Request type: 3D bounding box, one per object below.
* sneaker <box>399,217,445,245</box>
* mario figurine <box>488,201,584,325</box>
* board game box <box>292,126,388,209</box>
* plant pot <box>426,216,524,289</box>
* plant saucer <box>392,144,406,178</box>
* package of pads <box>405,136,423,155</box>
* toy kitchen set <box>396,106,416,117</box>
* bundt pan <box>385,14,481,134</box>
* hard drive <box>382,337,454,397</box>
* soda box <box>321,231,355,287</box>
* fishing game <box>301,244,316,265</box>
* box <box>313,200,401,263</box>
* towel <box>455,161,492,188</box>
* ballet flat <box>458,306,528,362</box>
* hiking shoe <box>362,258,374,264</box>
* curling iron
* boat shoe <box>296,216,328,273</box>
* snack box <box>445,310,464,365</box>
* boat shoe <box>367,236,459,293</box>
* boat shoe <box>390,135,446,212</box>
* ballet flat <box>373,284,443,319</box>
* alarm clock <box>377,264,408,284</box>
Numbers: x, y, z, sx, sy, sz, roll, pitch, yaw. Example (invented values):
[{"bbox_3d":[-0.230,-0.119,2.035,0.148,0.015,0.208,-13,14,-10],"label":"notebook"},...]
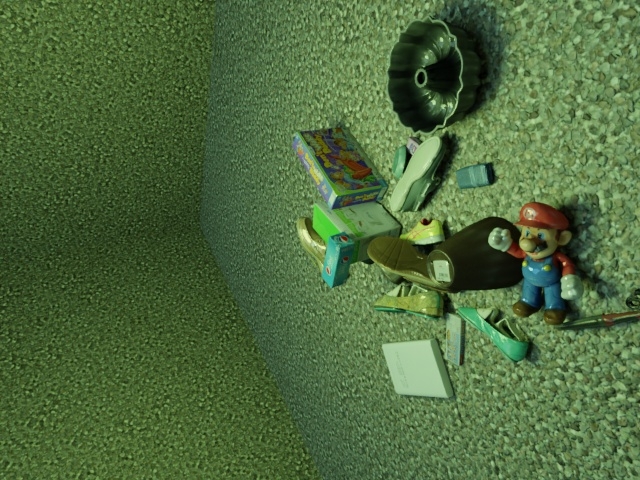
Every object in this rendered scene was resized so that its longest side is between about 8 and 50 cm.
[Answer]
[{"bbox_3d":[0.348,-0.028,1.678,0.208,0.082,0.094,-7,84,58],"label":"sneaker"},{"bbox_3d":[0.538,0.061,1.241,0.170,0.198,0.320,-61,-37,-67],"label":"mario figurine"},{"bbox_3d":[0.072,-0.287,1.893,0.347,0.233,0.078,60,148,28],"label":"board game box"},{"bbox_3d":[0.425,0.057,1.397,0.215,0.231,0.215,32,129,52],"label":"plant pot"},{"bbox_3d":[0.270,-0.272,1.698,0.119,0.021,0.119,-172,90,-88],"label":"plant saucer"},{"bbox_3d":[0.322,-0.307,1.642,0.083,0.032,0.050,51,146,40],"label":"package of pads"},{"bbox_3d":[0.288,-0.421,1.627,0.068,0.083,0.075,21,131,8],"label":"toy kitchen set"},{"bbox_3d":[0.339,-0.480,1.444,0.331,0.124,0.330,32,129,52],"label":"bundt pan"},{"bbox_3d":[0.364,0.488,1.884,0.319,0.040,0.210,-29,76,61],"label":"hard drive"},{"bbox_3d":[0.062,0.071,1.749,0.071,0.067,0.210,51,147,35],"label":"soda box"},{"bbox_3d":[0.000,0.000,2.350,0.189,0.041,0.264,51,138,26],"label":"fishing game"},{"bbox_3d":[0.133,-0.057,1.876,0.262,0.231,0.126,49,145,41],"label":"box"},{"bbox_3d":[0.455,-0.189,1.452,0.119,0.029,0.067,-3,99,61],"label":"towel"},{"bbox_3d":[0.525,0.256,1.477,0.247,0.083,0.087,46,115,44],"label":"ballet flat"},{"bbox_3d":[0.145,0.026,2.058,0.304,0.113,0.132,38,160,46],"label":"hiking shoe"},{"bbox_3d":[0.684,0.177,1.180,0.274,0.035,0.068,-44,65,57],"label":"curling iron"},{"bbox_3d":[0.016,0.031,2.231,0.110,0.122,0.341,-31,92,41],"label":"boat shoe"},{"bbox_3d":[0.457,0.334,1.672,0.064,0.022,0.178,23,121,55],"label":"snack box"},{"bbox_3d":[0.316,0.092,1.658,0.342,0.123,0.123,19,156,28],"label":"boat shoe"},{"bbox_3d":[0.336,-0.207,1.610,0.319,0.099,0.116,118,159,-46],"label":"boat shoe"},{"bbox_3d":[0.321,0.217,1.796,0.348,0.123,0.123,-5,97,62],"label":"ballet flat"},{"bbox_3d":[0.251,0.098,1.803,0.064,0.192,0.129,-41,53,8],"label":"alarm clock"}]
